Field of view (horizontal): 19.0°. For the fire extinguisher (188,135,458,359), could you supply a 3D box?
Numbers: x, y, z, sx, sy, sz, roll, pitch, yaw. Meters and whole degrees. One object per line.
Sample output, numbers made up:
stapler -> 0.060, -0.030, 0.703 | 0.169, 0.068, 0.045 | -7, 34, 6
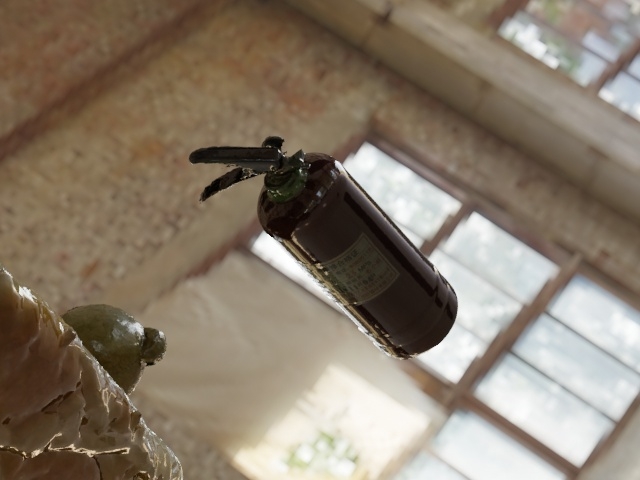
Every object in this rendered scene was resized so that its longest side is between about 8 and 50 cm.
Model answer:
fire extinguisher -> 0.000, 0.000, 1.324 | 0.231, 0.099, 0.071 | 44, -141, -40

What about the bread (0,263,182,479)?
bread -> -0.320, 0.167, 1.187 | 0.371, 0.279, 0.390 | -49, -28, -11

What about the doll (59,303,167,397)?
doll -> -0.219, 0.139, 1.578 | 0.209, 0.137, 0.097 | -49, -41, -31
